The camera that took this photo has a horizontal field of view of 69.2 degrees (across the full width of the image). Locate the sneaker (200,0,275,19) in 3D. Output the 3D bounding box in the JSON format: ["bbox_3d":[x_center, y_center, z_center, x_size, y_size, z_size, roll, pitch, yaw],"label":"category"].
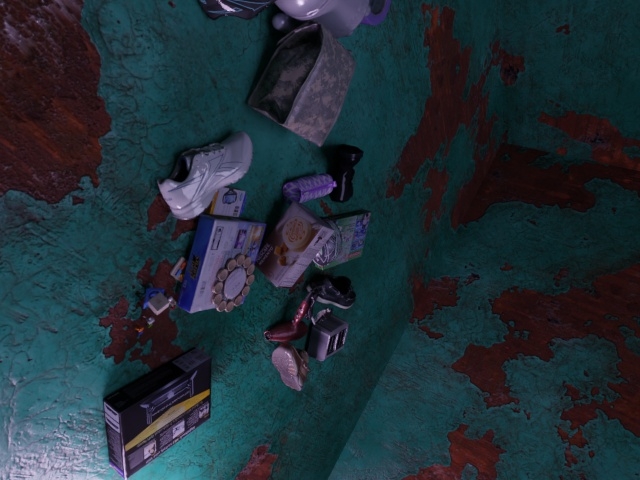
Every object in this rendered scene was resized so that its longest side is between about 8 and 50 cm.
[{"bbox_3d":[-0.149,-0.576,1.063,0.268,0.101,0.106,-10,143,-5],"label":"sneaker"}]

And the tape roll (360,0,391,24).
[{"bbox_3d":[0.154,-0.804,1.506,0.189,0.080,0.189,-35,135,-43],"label":"tape roll"}]

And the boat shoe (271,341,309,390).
[{"bbox_3d":[-0.111,0.486,1.873,0.116,0.123,0.324,-54,156,-31],"label":"boat shoe"}]

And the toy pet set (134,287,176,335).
[{"bbox_3d":[-0.442,0.172,1.211,0.122,0.065,0.114,-41,175,-34],"label":"toy pet set"}]

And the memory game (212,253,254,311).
[{"bbox_3d":[-0.256,0.126,1.374,0.186,0.012,0.186,-44,145,-42],"label":"memory game"}]

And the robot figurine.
[{"bbox_3d":[-0.002,-0.666,1.220,0.300,0.199,0.353,-47,158,25],"label":"robot figurine"}]

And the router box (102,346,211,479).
[{"bbox_3d":[-0.456,0.487,1.341,0.309,0.081,0.242,-24,128,-50],"label":"router box"}]

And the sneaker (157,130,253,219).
[{"bbox_3d":[-0.282,-0.187,1.175,0.297,0.111,0.129,-53,141,-27],"label":"sneaker"}]

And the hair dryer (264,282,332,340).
[{"bbox_3d":[-0.090,0.289,1.778,0.293,0.080,0.223,-37,137,-20],"label":"hair dryer"}]

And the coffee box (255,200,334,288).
[{"bbox_3d":[-0.092,0.016,1.503,0.246,0.141,0.098,-52,156,10],"label":"coffee box"}]

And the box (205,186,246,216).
[{"bbox_3d":[-0.266,-0.111,1.323,0.136,0.028,0.081,3,106,-61],"label":"box"}]

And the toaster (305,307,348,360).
[{"bbox_3d":[0.031,0.420,2.052,0.168,0.110,0.185,-15,120,-55],"label":"toaster"}]

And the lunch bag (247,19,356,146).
[{"bbox_3d":[-0.033,-0.447,1.310,0.287,0.169,0.235,-59,155,11],"label":"lunch bag"}]

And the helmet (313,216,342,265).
[{"bbox_3d":[0.000,0.000,1.684,0.169,0.162,0.169,-36,137,-43],"label":"helmet"}]

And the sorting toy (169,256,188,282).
[{"bbox_3d":[-0.372,0.071,1.280,0.083,0.012,0.062,-59,148,-16],"label":"sorting toy"}]

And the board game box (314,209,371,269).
[{"bbox_3d":[0.102,-0.009,1.958,0.317,0.046,0.213,-15,122,-55],"label":"board game box"}]

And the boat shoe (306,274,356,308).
[{"bbox_3d":[0.077,0.199,1.956,0.113,0.127,0.340,-47,145,16],"label":"boat shoe"}]

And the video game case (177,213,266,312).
[{"bbox_3d":[-0.283,0.064,1.358,0.244,0.061,0.269,3,106,-63],"label":"video game case"}]

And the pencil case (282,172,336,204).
[{"bbox_3d":[-0.039,-0.178,1.583,0.206,0.088,0.086,-28,107,-50],"label":"pencil case"}]

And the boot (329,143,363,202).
[{"bbox_3d":[0.089,-0.234,1.680,0.246,0.094,0.207,-81,-179,-74],"label":"boot"}]
